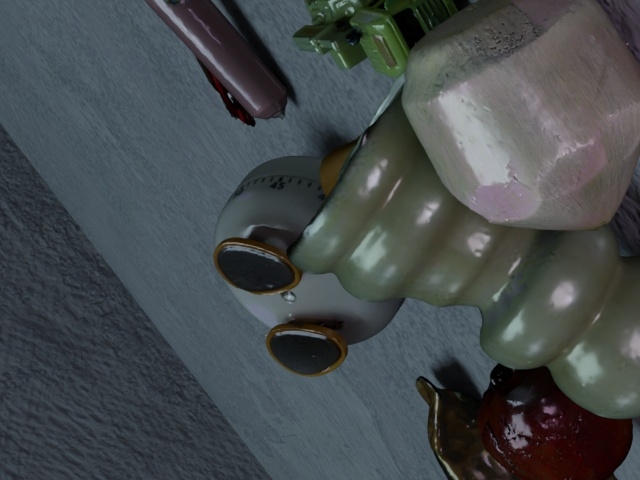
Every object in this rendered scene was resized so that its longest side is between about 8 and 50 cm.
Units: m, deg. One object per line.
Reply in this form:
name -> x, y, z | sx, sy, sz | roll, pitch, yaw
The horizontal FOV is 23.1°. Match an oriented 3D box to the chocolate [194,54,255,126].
chocolate -> -0.133, -0.218, 1.894 | 0.086, 0.028, 0.182 | 35, 158, 53

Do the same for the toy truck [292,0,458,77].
toy truck -> 0.042, -0.184, 1.322 | 0.169, 0.100, 0.077 | 28, 153, 58

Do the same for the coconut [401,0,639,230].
coconut -> 0.150, -0.086, 1.112 | 0.183, 0.171, 0.171 | 60, 164, -12

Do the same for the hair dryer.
hair dryer -> -0.166, -0.262, 1.755 | 0.352, 0.125, 0.210 | 49, 167, -14

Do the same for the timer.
timer -> 0.000, 0.000, 1.772 | 0.233, 0.240, 0.233 | 18, 138, 16

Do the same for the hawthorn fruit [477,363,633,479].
hawthorn fruit -> 0.236, 0.178, 1.510 | 0.172, 0.148, 0.148 | 40, 165, -2

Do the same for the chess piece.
chess piece -> 0.156, 0.025, 1.251 | 0.330, 0.182, 0.182 | 32, 165, -3

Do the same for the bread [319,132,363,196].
bread -> 0.102, -0.039, 1.419 | 0.160, 0.140, 0.169 | 60, 163, -7

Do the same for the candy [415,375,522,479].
candy -> 0.197, 0.274, 1.919 | 0.271, 0.101, 0.143 | 55, 171, 12
